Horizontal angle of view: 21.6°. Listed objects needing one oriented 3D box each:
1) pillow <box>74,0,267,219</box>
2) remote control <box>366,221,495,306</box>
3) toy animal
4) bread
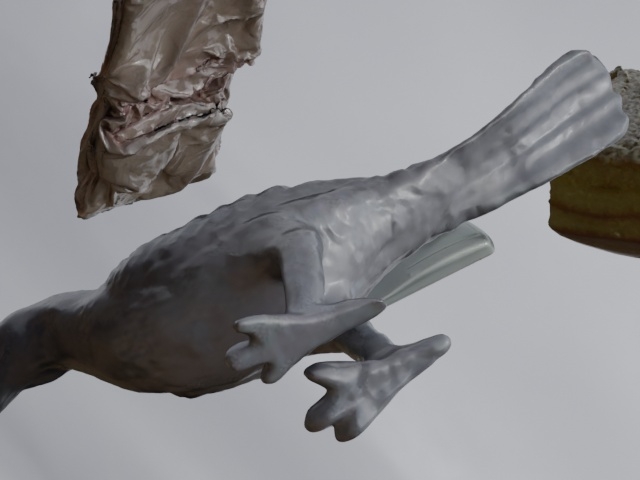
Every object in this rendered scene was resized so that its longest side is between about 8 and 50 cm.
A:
[{"bbox_3d":[-0.096,-0.118,1.144,0.049,0.135,0.248,43,-46,31],"label":"pillow"},{"bbox_3d":[0.044,0.025,1.216,0.050,0.184,0.027,33,-40,44],"label":"remote control"},{"bbox_3d":[-0.010,0.018,0.746,0.206,0.367,0.081,-115,-179,-70],"label":"toy animal"},{"bbox_3d":[0.332,-0.063,1.435,0.234,0.184,0.110,7,-55,27],"label":"bread"}]
